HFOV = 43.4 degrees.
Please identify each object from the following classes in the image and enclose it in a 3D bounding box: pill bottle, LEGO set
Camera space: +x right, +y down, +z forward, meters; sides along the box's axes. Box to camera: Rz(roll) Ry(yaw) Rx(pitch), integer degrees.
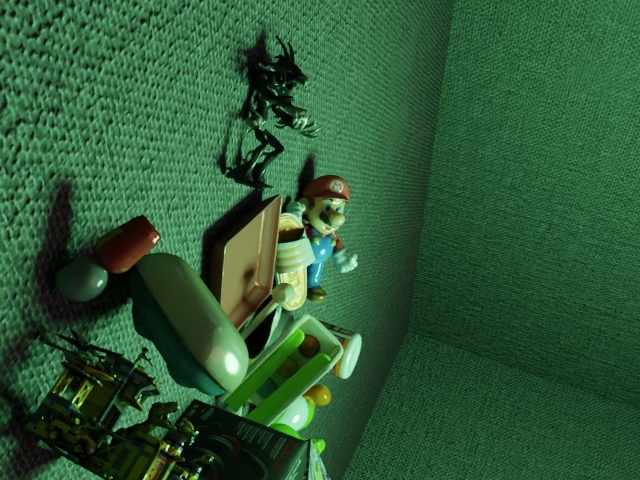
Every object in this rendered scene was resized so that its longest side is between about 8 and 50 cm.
[{"bbox_3d":[-0.017,0.262,2.050,0.121,0.221,0.121,17,90,-74],"label":"pill bottle"},{"bbox_3d":[-0.260,0.248,1.150,0.192,0.255,0.331,-61,162,-23],"label":"LEGO set"}]

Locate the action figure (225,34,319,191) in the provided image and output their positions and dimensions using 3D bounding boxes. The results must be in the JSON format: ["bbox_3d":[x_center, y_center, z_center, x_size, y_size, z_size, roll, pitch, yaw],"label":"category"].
[{"bbox_3d":[-0.073,-0.227,1.484,0.275,0.141,0.164,-71,163,7],"label":"action figure"}]

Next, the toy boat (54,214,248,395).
[{"bbox_3d":[-0.244,0.094,1.170,0.148,0.267,0.318,-37,139,-5],"label":"toy boat"}]

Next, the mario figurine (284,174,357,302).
[{"bbox_3d":[0.000,0.000,1.931,0.198,0.170,0.320,-21,129,-68],"label":"mario figurine"}]

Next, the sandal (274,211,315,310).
[{"bbox_3d":[-0.055,0.057,1.837,0.102,0.076,0.265,-27,126,-26],"label":"sandal"}]

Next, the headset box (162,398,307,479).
[{"bbox_3d":[-0.174,0.466,1.596,0.218,0.293,0.110,-51,153,-51],"label":"headset box"}]

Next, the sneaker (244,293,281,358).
[{"bbox_3d":[-0.129,0.212,1.915,0.075,0.057,0.161,59,48,-63],"label":"sneaker"}]

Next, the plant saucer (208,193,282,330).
[{"bbox_3d":[-0.162,0.056,1.654,0.259,0.048,0.258,-48,151,-55],"label":"plant saucer"}]

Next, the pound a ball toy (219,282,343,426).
[{"bbox_3d":[-0.098,0.254,1.804,0.319,0.208,0.136,-47,177,23],"label":"pound a ball toy"}]

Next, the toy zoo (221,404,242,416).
[{"bbox_3d":[-0.246,0.511,1.889,0.192,0.030,0.293,-48,151,-56],"label":"toy zoo"}]

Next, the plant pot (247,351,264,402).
[{"bbox_3d":[-0.136,0.341,1.963,0.134,0.095,0.134,17,90,-75],"label":"plant pot"}]

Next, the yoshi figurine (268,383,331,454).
[{"bbox_3d":[-0.079,0.467,2.052,0.362,0.204,0.203,-54,163,-48],"label":"yoshi figurine"}]

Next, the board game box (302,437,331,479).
[{"bbox_3d":[-0.001,0.594,1.769,0.347,0.056,0.208,-88,157,-82],"label":"board game box"}]
